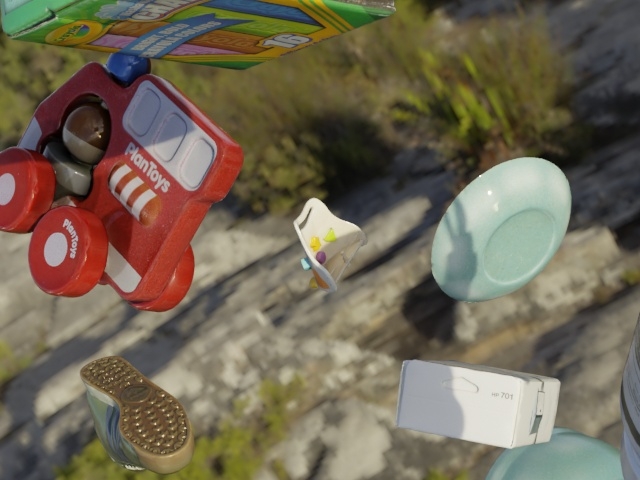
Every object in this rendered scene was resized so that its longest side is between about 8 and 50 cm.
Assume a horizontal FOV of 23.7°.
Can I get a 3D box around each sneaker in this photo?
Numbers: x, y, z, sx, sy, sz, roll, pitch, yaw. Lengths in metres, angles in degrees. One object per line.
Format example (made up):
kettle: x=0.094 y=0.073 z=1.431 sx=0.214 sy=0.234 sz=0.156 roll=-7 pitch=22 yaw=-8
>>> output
sneaker: x=-0.167 y=0.186 z=1.441 sx=0.064 sy=0.086 sz=0.192 roll=-22 pitch=32 yaw=-23

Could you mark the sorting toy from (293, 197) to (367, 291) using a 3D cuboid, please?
sorting toy: x=0.000 y=0.000 z=1.520 sx=0.045 sy=0.075 sz=0.083 roll=-12 pitch=28 yaw=35

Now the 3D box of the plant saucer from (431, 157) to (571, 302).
plant saucer: x=0.218 y=-0.002 z=1.741 sx=0.195 sy=0.195 sz=0.037 roll=-34 pitch=45 yaw=-10

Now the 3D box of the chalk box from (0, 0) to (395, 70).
chalk box: x=-0.115 y=-0.235 z=1.053 sx=0.289 sy=0.180 sz=0.179 roll=3 pitch=-12 yaw=-43

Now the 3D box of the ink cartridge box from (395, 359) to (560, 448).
ink cartridge box: x=0.181 y=0.183 z=1.735 sx=0.140 sy=0.082 sz=0.191 roll=9 pitch=0 yaw=22

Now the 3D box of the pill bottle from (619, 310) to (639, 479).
pill bottle: x=0.282 y=0.076 z=0.980 sx=0.161 sy=0.283 sz=0.161 roll=-1 pitch=53 yaw=1

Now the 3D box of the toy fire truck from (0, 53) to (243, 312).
toy fire truck: x=-0.228 y=-0.078 z=1.708 sx=0.302 sy=0.169 sz=0.254 roll=45 pitch=110 yaw=37

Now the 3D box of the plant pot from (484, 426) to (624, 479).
plant pot: x=0.396 y=0.427 z=2.213 sx=0.293 sy=0.293 sz=0.196 roll=-40 pitch=22 yaw=-26
